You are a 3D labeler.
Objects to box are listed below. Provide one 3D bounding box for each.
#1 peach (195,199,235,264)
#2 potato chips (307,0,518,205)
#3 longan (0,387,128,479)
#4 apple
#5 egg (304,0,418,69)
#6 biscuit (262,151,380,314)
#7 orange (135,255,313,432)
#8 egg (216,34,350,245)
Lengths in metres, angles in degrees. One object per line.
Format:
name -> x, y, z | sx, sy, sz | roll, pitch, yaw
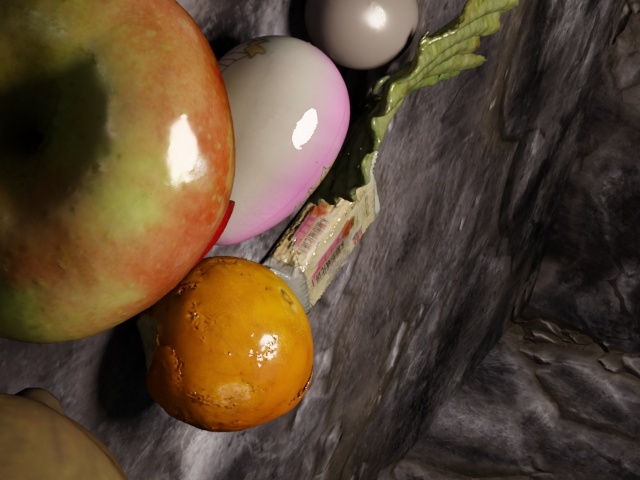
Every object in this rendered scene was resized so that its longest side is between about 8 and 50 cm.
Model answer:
peach -> -0.184, -0.065, 1.153 | 0.190, 0.196, 0.226 | -101, -149, -69
potato chips -> 0.127, -0.208, 1.608 | 0.389, 0.097, 0.373 | -47, -179, -24
longan -> -0.329, 0.294, 1.035 | 0.361, 0.361, 0.361 | -48, 154, -34
apple -> -0.221, -0.074, 0.900 | 0.277, 0.319, 0.319 | -37, 152, -86
egg -> 0.059, -0.305, 1.478 | 0.199, 0.146, 0.146 | 2, 113, -65
biscuit -> 0.000, 0.003, 1.788 | 0.309, 0.079, 0.186 | -54, 154, -27
orange -> -0.126, 0.138, 1.444 | 0.240, 0.240, 0.240 | -48, 154, -34
egg -> -0.082, -0.122, 1.318 | 0.271, 0.196, 0.196 | -45, 158, 2
